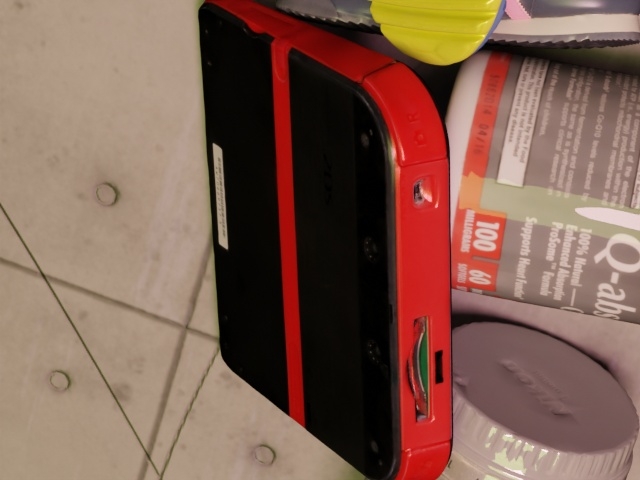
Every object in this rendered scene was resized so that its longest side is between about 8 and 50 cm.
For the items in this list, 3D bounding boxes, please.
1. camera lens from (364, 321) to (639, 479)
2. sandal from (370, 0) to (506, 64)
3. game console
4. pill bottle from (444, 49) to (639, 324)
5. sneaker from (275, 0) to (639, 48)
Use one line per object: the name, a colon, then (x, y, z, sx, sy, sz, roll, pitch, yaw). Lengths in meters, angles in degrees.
camera lens: (0.152, 0.242, 1.775, 0.219, 0.219, 0.274, 23, 118, 2)
sandal: (0.116, -0.289, 1.505, 0.126, 0.138, 0.317, 19, 124, 18)
game console: (0.000, 0.000, 1.679, 0.060, 0.342, 0.387, -15, 117, -27)
pill bottle: (0.282, -0.032, 1.619, 0.363, 0.210, 0.210, 11, 117, 8)
sneaker: (0.120, -0.235, 1.637, 0.319, 0.112, 0.131, 4, 94, 12)
